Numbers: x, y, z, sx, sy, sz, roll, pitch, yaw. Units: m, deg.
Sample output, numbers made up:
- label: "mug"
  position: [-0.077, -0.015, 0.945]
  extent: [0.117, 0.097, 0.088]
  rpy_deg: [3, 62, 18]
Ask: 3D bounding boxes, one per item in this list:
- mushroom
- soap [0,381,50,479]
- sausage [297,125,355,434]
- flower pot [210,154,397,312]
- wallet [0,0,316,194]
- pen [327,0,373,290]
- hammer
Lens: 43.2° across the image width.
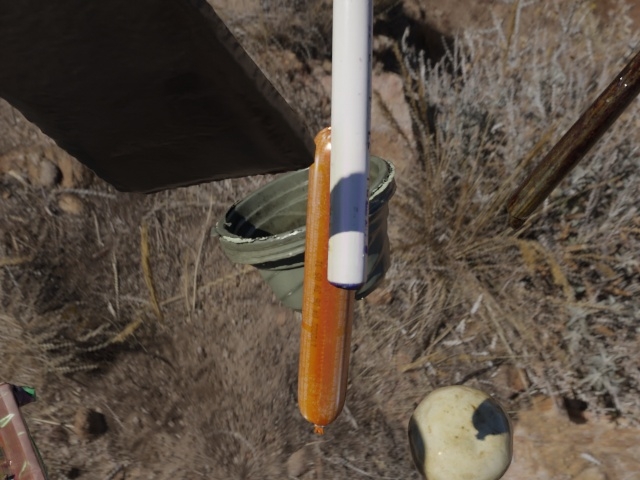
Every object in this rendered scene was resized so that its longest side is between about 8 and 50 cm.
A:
- label: "mushroom"
  position: [0.217, 0.305, 1.242]
  extent: [0.166, 0.127, 0.166]
  rpy_deg: [-3, 67, 7]
- label: "soap"
  position: [-0.444, 0.331, 1.054]
  extent: [0.218, 0.098, 0.273]
  rpy_deg: [-19, 47, -25]
- label: "sausage"
  position: [0.009, 0.045, 0.812]
  extent: [0.053, 0.053, 0.347]
  rpy_deg: [1, 112, -5]
- label: "flower pot"
  position: [0.000, 0.000, 0.992]
  extent: [0.236, 0.235, 0.140]
  rpy_deg: [-26, 109, -12]
- label: "wallet"
  position: [-0.095, -0.081, 0.369]
  extent: [0.124, 0.244, 0.025]
  rpy_deg: [-7, 67, 17]
- label: "pen"
  position: [0.021, -0.097, 0.576]
  extent: [0.033, 0.033, 0.268]
  rpy_deg: [0, 100, -5]
- label: "hammer"
  position: [0.112, -0.060, 0.296]
  extent: [0.065, 0.178, 0.021]
  rpy_deg: [-22, 67, -39]
